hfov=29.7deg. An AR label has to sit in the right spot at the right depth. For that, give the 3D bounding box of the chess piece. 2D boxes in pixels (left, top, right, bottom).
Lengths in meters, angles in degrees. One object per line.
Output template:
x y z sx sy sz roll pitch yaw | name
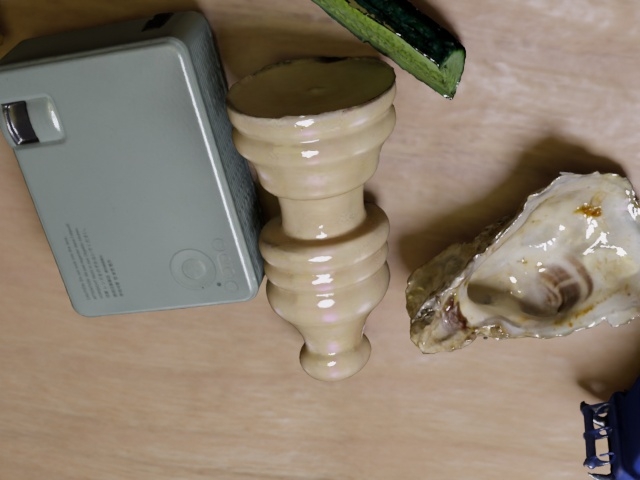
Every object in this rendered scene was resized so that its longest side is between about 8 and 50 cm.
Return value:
0.000 0.000 1.075 0.124 0.139 0.307 13 125 24 | chess piece

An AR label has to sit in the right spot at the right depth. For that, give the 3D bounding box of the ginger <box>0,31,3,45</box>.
-0.368 -0.184 1.079 0.165 0.067 0.096 -19 135 21 | ginger

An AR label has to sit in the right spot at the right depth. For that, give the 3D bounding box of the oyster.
0.180 0.025 1.074 0.232 0.107 0.162 -28 106 5 | oyster

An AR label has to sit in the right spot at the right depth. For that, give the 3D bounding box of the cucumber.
0.038 -0.194 0.992 0.220 0.070 0.046 33 91 -9 | cucumber

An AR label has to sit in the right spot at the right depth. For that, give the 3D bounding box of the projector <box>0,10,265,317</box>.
-0.164 -0.066 1.086 0.191 0.099 0.257 -8 118 15 | projector

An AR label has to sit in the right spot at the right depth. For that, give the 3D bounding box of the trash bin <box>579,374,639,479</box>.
0.352 0.129 1.054 0.184 0.162 0.235 20 116 0 | trash bin
